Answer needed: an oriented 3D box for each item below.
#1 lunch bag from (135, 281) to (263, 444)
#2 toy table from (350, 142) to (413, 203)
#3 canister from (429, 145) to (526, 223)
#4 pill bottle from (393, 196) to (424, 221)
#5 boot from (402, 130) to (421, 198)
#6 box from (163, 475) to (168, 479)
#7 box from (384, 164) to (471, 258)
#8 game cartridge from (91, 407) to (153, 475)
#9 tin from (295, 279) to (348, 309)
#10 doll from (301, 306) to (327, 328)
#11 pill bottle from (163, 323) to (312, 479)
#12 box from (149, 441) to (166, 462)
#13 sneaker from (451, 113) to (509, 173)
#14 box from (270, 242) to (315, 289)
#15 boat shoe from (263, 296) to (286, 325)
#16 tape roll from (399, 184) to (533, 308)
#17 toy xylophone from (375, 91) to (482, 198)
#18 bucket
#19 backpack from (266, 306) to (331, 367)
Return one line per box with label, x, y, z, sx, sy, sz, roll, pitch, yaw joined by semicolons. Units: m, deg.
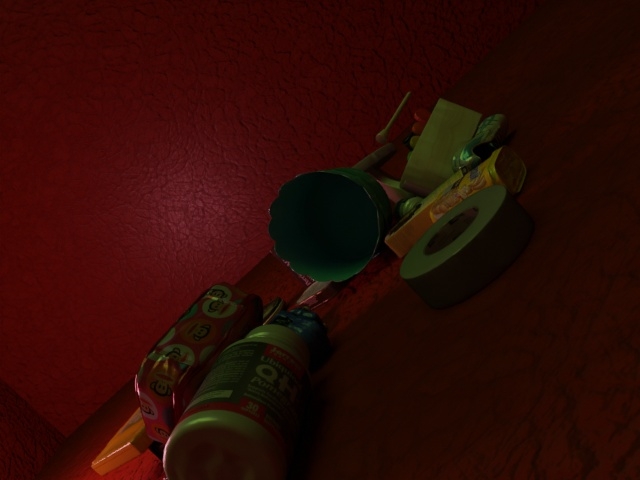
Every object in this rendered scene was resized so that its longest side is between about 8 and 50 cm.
lunch bag;-0.217;0.251;1.193;0.293;0.120;0.258;-52;-26;-46
toy table;0.144;-0.130;1.704;0.274;0.161;0.252;-38;-4;-15
canister;0.300;-0.093;1.209;0.170;0.073;0.126;-38;9;41
pill bottle;0.219;-0.069;1.481;0.067;0.067;0.120;-44;8;-5
boot;0.261;-0.199;1.605;0.083;0.161;0.246;-35;12;46
box;-0.197;0.382;1.254;0.175;0.051;0.220;-38;10;31
box;0.245;-0.062;1.364;0.232;0.058;0.087;-40;9;17
game cartridge;-0.401;0.412;1.530;0.285;0.052;0.323;-38;8;42
tin;0.004;0.129;1.630;0.190;0.040;0.106;-35;8;46
doll;-0.044;0.213;1.392;0.129;0.046;0.189;-33;16;5
pill bottle;-0.109;0.264;0.999;0.176;0.176;0.318;-40;9;21
box;-0.324;0.438;1.488;0.147;0.077;0.180;-44;8;-9
sneaker;0.387;-0.218;1.445;0.086;0.085;0.237;4;38;42
box;0.000;0.000;1.820;0.203;0.168;0.167;-39;10;32
boat shoe;-0.220;0.249;1.867;0.257;0.095;0.095;-44;8;-4
tape roll;0.233;0.009;1.018;0.219;0.072;0.219;-43;8;8
toy xylophone;0.275;-0.246;1.537;0.322;0.236;0.081;-51;-16;-33
bucket;0.035;-0.046;1.506;0.281;0.281;0.183;-40;-4;25
backpack;-0.036;0.188;1.242;0.101;0.098;0.120;-47;34;-22
